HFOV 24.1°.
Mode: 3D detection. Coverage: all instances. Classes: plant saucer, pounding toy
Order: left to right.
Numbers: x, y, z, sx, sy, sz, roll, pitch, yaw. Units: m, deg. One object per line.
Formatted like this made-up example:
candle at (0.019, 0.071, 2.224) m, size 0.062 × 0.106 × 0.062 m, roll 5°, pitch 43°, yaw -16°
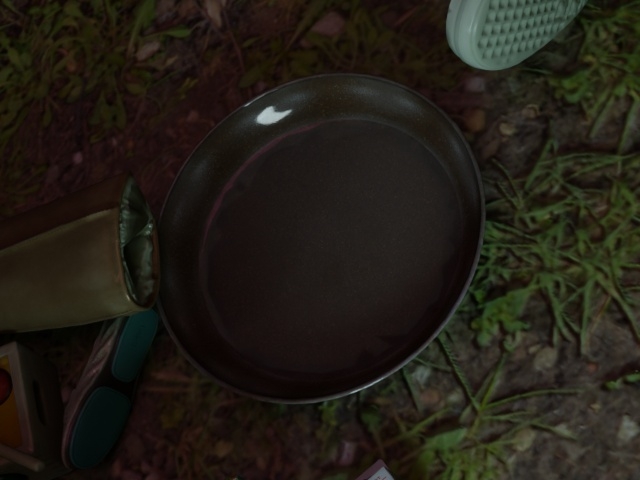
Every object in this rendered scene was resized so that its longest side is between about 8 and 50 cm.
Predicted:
pounding toy at (-0.289, 0.172, 1.334) m, size 0.130 × 0.100 × 0.141 m, roll -23°, pitch 61°, yaw 13°
plant saucer at (0.000, 0.000, 1.319) m, size 0.311 × 0.050 × 0.310 m, roll -9°, pitch 64°, yaw 19°

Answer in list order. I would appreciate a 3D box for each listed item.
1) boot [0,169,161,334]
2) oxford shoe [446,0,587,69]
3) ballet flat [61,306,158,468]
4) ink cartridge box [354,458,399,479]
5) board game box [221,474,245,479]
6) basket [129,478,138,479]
boot at (-0.278, -0.014, 1.397) m, size 0.270 × 0.089 × 0.236 m, roll -17°, pitch 72°, yaw 27°
oxford shoe at (0.210, -0.337, 1.313) m, size 0.130 × 0.169 × 0.449 m, roll 21°, pitch 70°, yaw 25°
ballet flat at (-0.194, 0.129, 1.350) m, size 0.052 × 0.057 × 0.168 m, roll 3°, pitch 62°, yaw 48°
ink cartridge box at (0.051, 0.218, 1.215) m, size 0.048 × 0.028 × 0.083 m, roll -41°, pitch 59°, yaw 1°
board game box at (-0.035, 0.270, 1.146) m, size 0.048 × 0.170 × 0.141 m, roll -23°, pitch 61°, yaw 10°
basket at (-0.185, 0.287, 1.208) m, size 0.167 × 0.103 × 0.113 m, roll -28°, pitch 57°, yaw -18°
